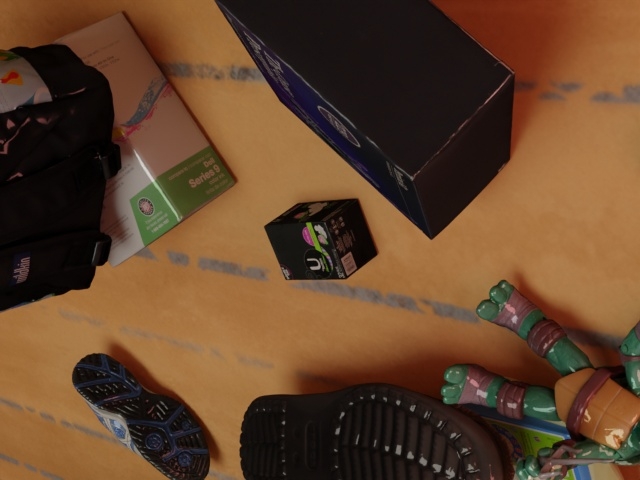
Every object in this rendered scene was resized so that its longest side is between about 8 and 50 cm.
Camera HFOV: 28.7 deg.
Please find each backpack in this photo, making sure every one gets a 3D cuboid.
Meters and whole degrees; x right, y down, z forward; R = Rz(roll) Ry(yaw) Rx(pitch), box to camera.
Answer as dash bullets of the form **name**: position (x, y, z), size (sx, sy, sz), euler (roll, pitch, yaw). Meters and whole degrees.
- **backpack**: position (-0.399, -0.035, 1.161), size (0.273, 0.356, 0.290), euler (36, 137, 23)

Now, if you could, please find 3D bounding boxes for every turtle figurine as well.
- **turtle figurine**: position (0.215, 0.129, 1.002), size (0.234, 0.175, 0.118), euler (27, 165, 42)

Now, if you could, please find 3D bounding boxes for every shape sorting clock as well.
- **shape sorting clock**: position (0.198, 0.208, 1.150), size (0.206, 0.040, 0.206), euler (28, 140, 27)

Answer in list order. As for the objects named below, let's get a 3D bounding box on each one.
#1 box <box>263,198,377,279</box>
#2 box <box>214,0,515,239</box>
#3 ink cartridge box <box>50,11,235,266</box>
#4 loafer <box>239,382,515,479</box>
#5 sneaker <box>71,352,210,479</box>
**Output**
- **box**: position (0.000, 0.000, 1.180), size (0.083, 0.052, 0.062), euler (-2, 115, 45)
- **box**: position (0.043, -0.111, 0.915), size (0.184, 0.103, 0.261), euler (41, 179, 12)
- **ink cartridge box**: position (-0.209, -0.101, 1.277), size (0.212, 0.093, 0.154), euler (55, 140, -4)
- **loafer**: position (0.064, 0.199, 1.206), size (0.366, 0.130, 0.133), euler (1, 86, 55)
- **sneaker**: position (-0.216, 0.222, 1.545), size (0.211, 0.080, 0.081), euler (43, 161, 13)
